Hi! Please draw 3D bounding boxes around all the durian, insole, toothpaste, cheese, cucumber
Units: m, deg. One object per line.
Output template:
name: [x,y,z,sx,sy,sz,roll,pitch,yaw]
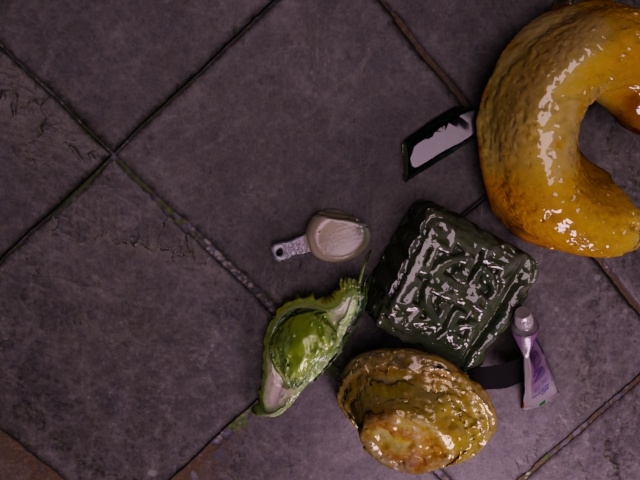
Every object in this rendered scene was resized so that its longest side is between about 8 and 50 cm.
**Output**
durian: [-0.026,0.170,1.271,0.107,0.132,0.375,24,109,-36]
insole: [0.334,0.246,1.331,0.232,0.003,0.080,-3,124,-36]
toothpaste: [0.385,0.221,1.314,0.075,0.048,0.301,-45,136,-21]
cheese: [0.001,-0.007,1.264,0.171,0.047,0.092,2,102,-7]
cucumber: [0.225,-0.186,1.253,0.220,0.046,0.070,-32,98,0]

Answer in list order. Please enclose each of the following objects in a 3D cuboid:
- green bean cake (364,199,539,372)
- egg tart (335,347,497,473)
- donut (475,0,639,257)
green bean cake: [0.228,0.082,1.275,0.255,0.132,0.241,29,95,-14]
egg tart: [0.158,0.313,1.264,0.294,0.123,0.294,11,133,12]
donut: [0.453,-0.184,1.195,0.378,0.163,0.435,30,99,-21]
